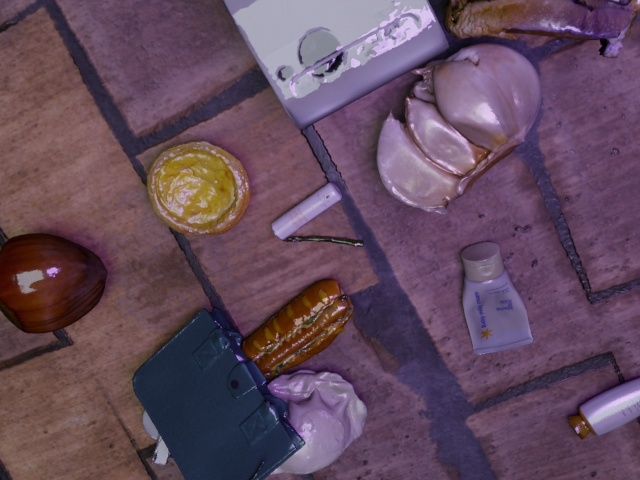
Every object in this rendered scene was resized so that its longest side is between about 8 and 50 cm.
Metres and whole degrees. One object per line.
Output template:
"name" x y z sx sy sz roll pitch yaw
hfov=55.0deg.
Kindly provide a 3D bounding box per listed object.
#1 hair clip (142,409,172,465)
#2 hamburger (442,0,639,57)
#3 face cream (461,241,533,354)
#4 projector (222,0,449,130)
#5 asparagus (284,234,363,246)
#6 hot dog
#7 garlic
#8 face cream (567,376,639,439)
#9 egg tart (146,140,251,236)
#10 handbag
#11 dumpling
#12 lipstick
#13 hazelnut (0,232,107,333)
"hair clip" -0.322 0.392 1.300 0.116 0.049 0.172 11 105 -1
"hamburger" 0.316 -0.368 0.855 0.276 0.318 0.195 13 117 9
"face cream" 0.320 0.115 1.135 0.114 0.070 0.224 -14 113 11
"projector" 0.025 -0.339 0.928 0.249 0.248 0.249 -27 102 14
"asparagus" 0.000 0.000 1.157 0.162 0.016 0.016 3 126 5
"hot dog" -0.047 0.182 1.192 0.115 0.072 0.269 43 107 -15
"garlic" 0.217 -0.197 0.994 0.203 0.185 0.281 44 128 2
"face cream" 0.562 0.316 1.165 0.182 0.051 0.072 -35 98 14
"egg tart" -0.217 -0.095 1.124 0.191 0.074 0.191 2 107 5
"handbag" -0.200 0.316 1.163 0.238 0.089 0.326 -44 66 14
"dumpling" -0.037 0.353 1.201 0.258 0.147 0.193 -26 93 -11
"lipstick" -0.025 -0.055 1.131 0.141 0.040 0.040 -35 100 14
"hazelnut" -0.524 0.072 1.169 0.186 0.210 0.210 32 110 21
